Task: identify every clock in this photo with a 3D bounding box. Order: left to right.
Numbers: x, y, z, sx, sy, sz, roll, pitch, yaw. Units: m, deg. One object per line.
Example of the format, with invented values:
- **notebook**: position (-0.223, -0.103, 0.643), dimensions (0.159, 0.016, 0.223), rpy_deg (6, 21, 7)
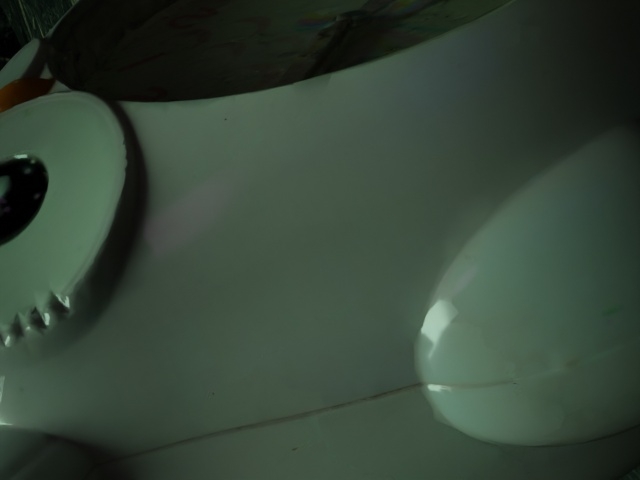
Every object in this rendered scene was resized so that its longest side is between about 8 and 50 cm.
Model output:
- **clock**: position (0.000, 0.000, 0.576), dimensions (0.368, 0.377, 0.250), rpy_deg (41, 154, 57)
